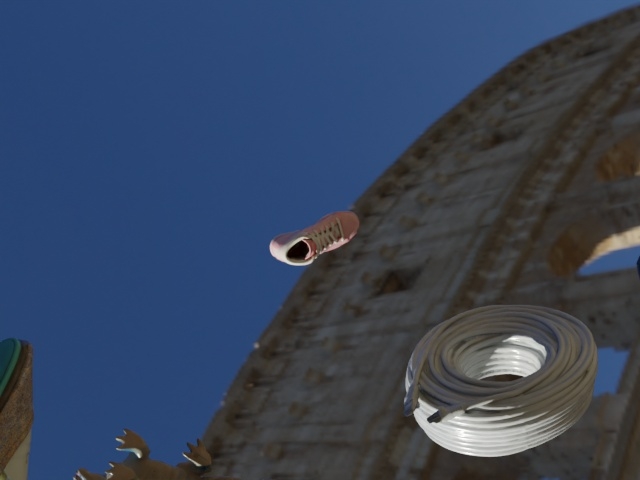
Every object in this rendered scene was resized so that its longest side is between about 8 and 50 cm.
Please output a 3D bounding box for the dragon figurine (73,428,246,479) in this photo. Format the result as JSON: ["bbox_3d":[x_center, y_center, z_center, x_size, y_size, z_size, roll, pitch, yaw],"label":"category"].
[{"bbox_3d":[-0.187,0.312,1.333,0.289,0.144,0.085,8,-130,1],"label":"dragon figurine"}]

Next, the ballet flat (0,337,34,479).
[{"bbox_3d":[-0.355,0.243,1.070,0.106,0.107,0.316,53,-136,-31],"label":"ballet flat"}]

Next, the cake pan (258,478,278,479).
[{"bbox_3d":[-0.022,0.339,0.856,0.054,0.293,0.293,7,-104,-34],"label":"cake pan"}]

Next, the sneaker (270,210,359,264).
[{"bbox_3d":[0.000,0.000,1.507,0.134,0.070,0.051,-19,-74,-12],"label":"sneaker"}]

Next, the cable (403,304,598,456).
[{"bbox_3d":[0.242,0.182,1.446,0.257,0.257,0.089,-78,-22,-62],"label":"cable"}]

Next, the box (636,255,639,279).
[{"bbox_3d":[0.335,0.185,0.476,0.211,0.293,0.396,-20,-68,-16],"label":"box"}]
